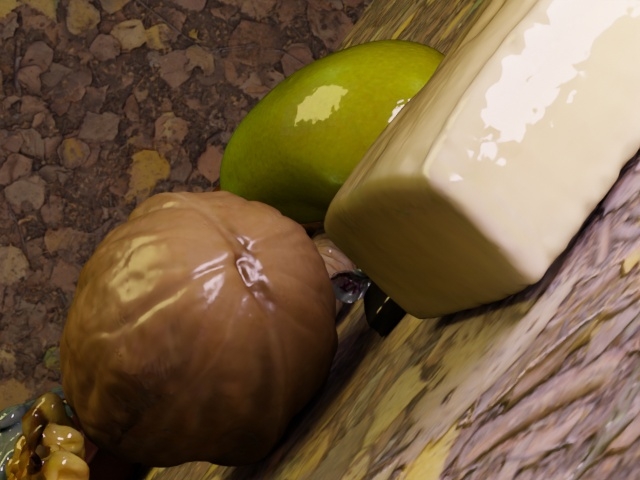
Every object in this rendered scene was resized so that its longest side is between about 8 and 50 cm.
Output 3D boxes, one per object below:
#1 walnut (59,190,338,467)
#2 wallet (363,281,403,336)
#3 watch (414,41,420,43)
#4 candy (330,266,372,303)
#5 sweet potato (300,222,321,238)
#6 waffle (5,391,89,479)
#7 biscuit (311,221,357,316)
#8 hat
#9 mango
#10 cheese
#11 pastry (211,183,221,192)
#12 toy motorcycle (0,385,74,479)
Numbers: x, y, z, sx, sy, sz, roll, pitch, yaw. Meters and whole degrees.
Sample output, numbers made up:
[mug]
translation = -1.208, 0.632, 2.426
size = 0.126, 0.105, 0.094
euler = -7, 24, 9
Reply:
[walnut]
translation = -0.099, 0.077, 1.548
size = 0.225, 0.225, 0.261
euler = -56, -4, -36
[wallet]
translation = 0.114, -0.035, 1.498
size = 0.244, 0.025, 0.124
euler = -51, 6, 9
[watch]
translation = 0.055, -0.127, 2.070
size = 0.165, 0.102, 0.268
euler = -37, 10, 13
[candy]
translation = 0.069, -0.016, 1.616
size = 0.175, 0.045, 0.043
euler = -53, 20, -10
[sweet potato]
translation = -0.002, 0.007, 1.923
size = 0.068, 0.068, 0.226
euler = -49, -4, 17
[waffle]
translation = -0.239, 0.291, 1.527
size = 0.329, 0.062, 0.329
euler = -167, 90, -77
[biscuit]
translation = 0.009, 0.019, 1.775
size = 0.061, 0.055, 0.219
euler = -29, 15, 23
[hat]
translation = -0.251, 0.251, 2.135
size = 0.205, 0.089, 0.205
euler = -54, 9, 12
[mango]
translation = 0.026, -0.099, 1.759
size = 0.185, 0.149, 0.273
euler = -39, 17, -32
[cheese]
translation = 0.134, -0.090, 1.258
size = 0.265, 0.124, 0.242
euler = -52, 3, -16
[pastry]
translation = -0.106, -0.008, 2.451
size = 0.236, 0.121, 0.257
euler = -46, 5, 6
[toy motorcycle]
translation = -0.336, 0.265, 2.459
size = 0.206, 0.154, 0.260
euler = -29, 9, -13
